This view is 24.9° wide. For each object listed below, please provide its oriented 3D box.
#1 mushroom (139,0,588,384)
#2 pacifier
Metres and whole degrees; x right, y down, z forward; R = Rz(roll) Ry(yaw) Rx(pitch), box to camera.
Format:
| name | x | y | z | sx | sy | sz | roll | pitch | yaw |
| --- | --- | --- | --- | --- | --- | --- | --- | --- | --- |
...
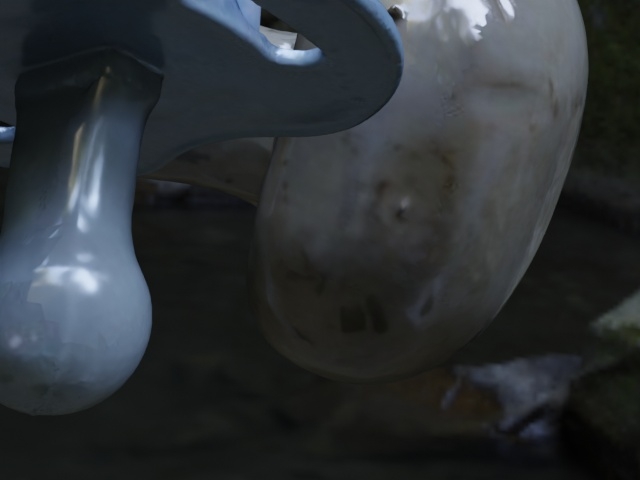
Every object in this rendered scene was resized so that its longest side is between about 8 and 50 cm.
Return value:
| name | x | y | z | sx | sy | sz | roll | pitch | yaw |
| --- | --- | --- | --- | --- | --- | --- | --- | --- | --- |
| mushroom | 0.004 | -0.074 | 0.871 | 0.290 | 0.293 | 0.292 | 19 | 16 | 11 |
| pacifier | -0.110 | -0.040 | 0.610 | 0.287 | 0.226 | 0.238 | -10 | -22 | 32 |
